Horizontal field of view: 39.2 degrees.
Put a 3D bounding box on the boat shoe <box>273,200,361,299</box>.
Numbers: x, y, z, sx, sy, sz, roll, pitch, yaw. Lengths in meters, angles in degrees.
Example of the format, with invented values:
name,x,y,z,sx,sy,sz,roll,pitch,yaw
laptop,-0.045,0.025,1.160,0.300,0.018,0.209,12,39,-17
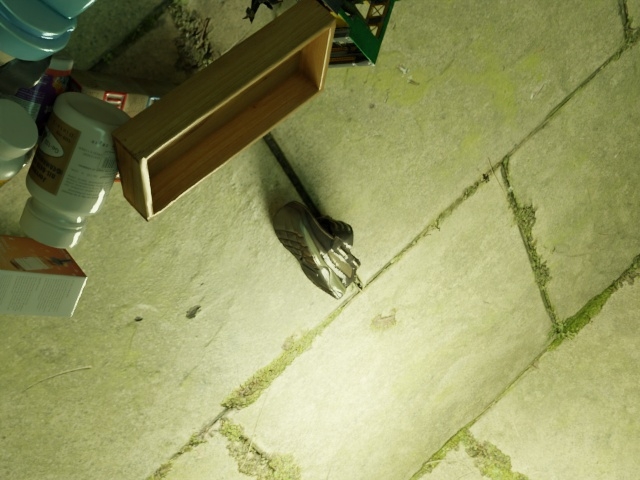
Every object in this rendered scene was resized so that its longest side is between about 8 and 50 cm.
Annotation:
name,x,y,z,sx,sy,sz,roll,pitch,yaw
boat shoe,0.000,0.000,2.045,0.130,0.132,0.355,-50,150,-13

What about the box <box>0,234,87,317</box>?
name,x,y,z,sx,sy,sz,roll,pitch,yaw
box,-0.528,0.062,1.602,0.170,0.130,0.091,8,115,-46

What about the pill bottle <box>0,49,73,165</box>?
name,x,y,z,sx,sy,sz,roll,pitch,yaw
pill bottle,-0.476,-0.221,1.439,0.108,0.108,0.193,6,118,-44

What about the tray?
name,x,y,z,sx,sy,sz,roll,pitch,yaw
tray,-0.153,-0.218,1.485,0.411,0.076,0.203,-39,164,-22

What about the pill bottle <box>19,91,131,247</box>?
name,x,y,z,sx,sy,sz,roll,pitch,yaw
pill bottle,-0.397,-0.110,1.445,0.131,0.131,0.229,7,117,-45

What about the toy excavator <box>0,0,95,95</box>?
name,x,y,z,sx,sy,sz,roll,pitch,yaw
toy excavator,-0.317,-0.456,1.144,0.445,0.433,0.222,-18,150,23

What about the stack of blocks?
name,x,y,z,sx,sy,sz,roll,pitch,yaw
stack of blocks,-0.328,-0.196,1.606,0.297,0.087,0.171,-1,121,-41

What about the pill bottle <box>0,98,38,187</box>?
name,x,y,z,sx,sy,sz,roll,pitch,yaw
pill bottle,-0.524,-0.125,1.364,0.208,0.117,0.118,-30,149,30

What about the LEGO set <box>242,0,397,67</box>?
name,x,y,z,sx,sy,sz,roll,pitch,yaw
LEGO set,-0.011,-0.464,1.652,0.331,0.192,0.255,25,73,-52
